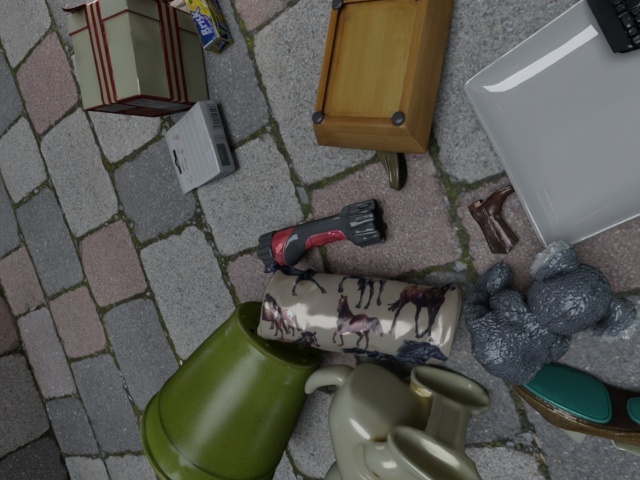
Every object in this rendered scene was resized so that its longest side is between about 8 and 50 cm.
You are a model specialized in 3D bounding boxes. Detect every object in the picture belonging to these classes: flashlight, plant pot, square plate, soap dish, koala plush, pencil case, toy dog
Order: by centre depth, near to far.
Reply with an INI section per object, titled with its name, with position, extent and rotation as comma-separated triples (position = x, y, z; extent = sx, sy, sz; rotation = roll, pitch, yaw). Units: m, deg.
[square plate]
position = 0.445, -0.204, 0.628
extent = 0.347, 0.049, 0.344
rotation = -31, 71, 36
[koala plush]
position = 0.367, 0.116, 0.667
extent = 0.196, 0.203, 0.221
rotation = 51, 134, 10
[soap dish]
position = 0.106, -0.320, 0.773
extent = 0.228, 0.118, 0.291
rotation = 11, 95, 27
[pencil case]
position = 0.081, 0.141, 0.844
extent = 0.410, 0.184, 0.160
rotation = 5, 146, 15
[toy dog]
position = 0.118, 0.485, 0.855
extent = 0.395, 0.284, 0.408
rotation = 16, 116, 9
[flashlight]
position = 0.000, 0.000, 0.943
extent = 0.303, 0.103, 0.103
rotation = -12, 57, 27
[plant pot]
position = -0.183, 0.352, 0.998
extent = 0.366, 0.366, 0.353
rotation = 36, 104, 19

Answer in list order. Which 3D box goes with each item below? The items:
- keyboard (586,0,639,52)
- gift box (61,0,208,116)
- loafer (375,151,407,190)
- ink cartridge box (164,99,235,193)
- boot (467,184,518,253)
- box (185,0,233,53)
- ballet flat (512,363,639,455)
[keyboard]
position = 0.461, -0.440, 0.568
extent = 0.201, 0.033, 0.317
rotation = -25, 74, 35
[gift box]
position = -0.447, -0.458, 1.003
extent = 0.255, 0.276, 0.258
rotation = -2, 98, 25
[loafer]
position = 0.144, -0.174, 0.848
extent = 0.050, 0.056, 0.148
rotation = -7, 87, 31
[ink cartridge box]
position = -0.332, -0.245, 1.117
extent = 0.232, 0.066, 0.189
rotation = -14, 94, 52
[boot]
position = 0.346, -0.037, 0.768
extent = 0.106, 0.037, 0.114
rotation = -34, 79, 44
[box]
position = -0.278, -0.553, 1.007
extent = 0.059, 0.054, 0.169
rotation = -22, 89, 31
[ballet flat]
position = 0.509, 0.313, 0.721
extent = 0.342, 0.116, 0.124
rotation = 6, 123, 25
